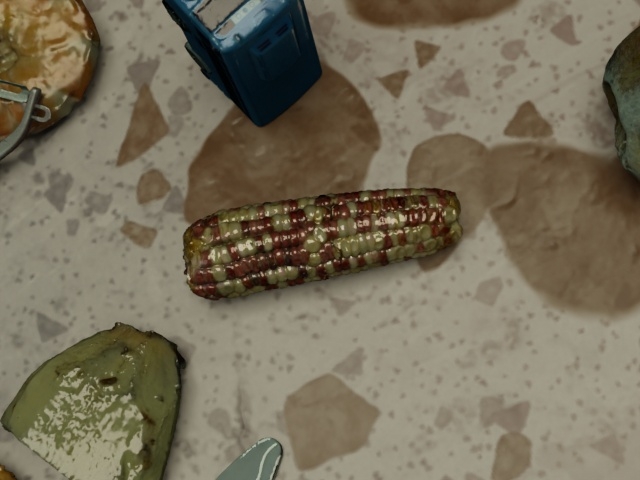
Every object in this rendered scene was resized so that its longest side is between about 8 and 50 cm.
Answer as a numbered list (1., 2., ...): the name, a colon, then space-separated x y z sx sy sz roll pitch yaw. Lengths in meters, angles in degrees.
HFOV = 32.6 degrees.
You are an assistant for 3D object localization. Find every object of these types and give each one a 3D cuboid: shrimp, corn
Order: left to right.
1. shrimp: -0.357 -0.166 1.016 0.317 0.062 0.164 0 80 8
2. corn: 0.000 0.000 0.914 0.237 0.079 0.079 -8 74 2

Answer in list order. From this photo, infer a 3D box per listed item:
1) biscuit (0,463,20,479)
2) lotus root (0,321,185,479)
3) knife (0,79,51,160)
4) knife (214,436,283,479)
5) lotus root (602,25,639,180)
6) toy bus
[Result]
1. biscuit: -0.327 0.291 0.893 0.254 0.035 0.253 -2 75 7
2. lotus root: -0.179 0.134 0.899 0.143 0.070 0.144 24 79 13
3. knife: -0.328 -0.012 0.968 0.123 0.053 0.277 14 83 10
4. knife: -0.107 0.310 0.862 0.080 0.044 0.331 9 70 18
5. lotus root: 0.383 -0.138 0.865 0.322 0.140 0.158 -17 73 0
6. toy bus: -0.061 -0.176 0.911 0.090 0.184 0.106 -41 76 -4
